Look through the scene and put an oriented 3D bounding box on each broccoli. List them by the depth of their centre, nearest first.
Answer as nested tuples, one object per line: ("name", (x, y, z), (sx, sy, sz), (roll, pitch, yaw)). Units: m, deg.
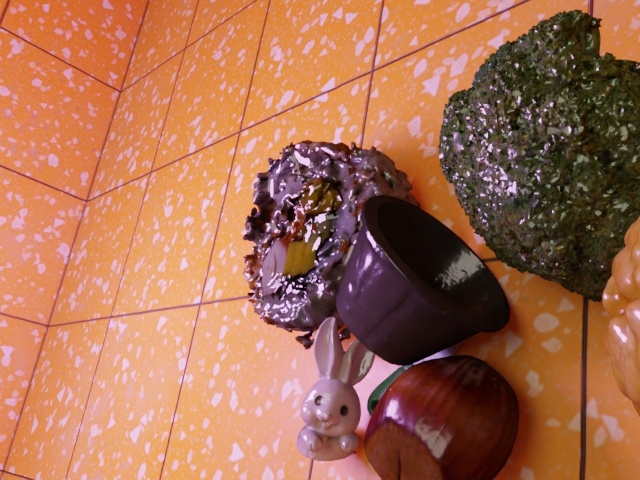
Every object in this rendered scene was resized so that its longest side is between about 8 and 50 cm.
("broccoli", (0.321, -0.101, 0.828), (0.413, 0.321, 0.310), (-29, 39, 59))

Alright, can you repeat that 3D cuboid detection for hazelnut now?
("hazelnut", (0.171, 0.259, 0.907), (0.212, 0.180, 0.181), (5, 102, 52))

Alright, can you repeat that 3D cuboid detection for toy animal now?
("toy animal", (0.025, 0.247, 1.061), (0.131, 0.103, 0.221), (-52, -28, -75))

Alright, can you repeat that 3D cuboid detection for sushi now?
("sushi", (0.002, 0.003, 1.227), (0.417, 0.175, 0.418), (-24, 55, 39))

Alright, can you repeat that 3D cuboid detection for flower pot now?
("flower pot", (0.129, 0.075, 0.977), (0.166, 0.269, 0.269), (-50, 39, 27))

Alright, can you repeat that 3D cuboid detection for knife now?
("knife", (0.167, 0.194, 1.047), (0.260, 0.034, 0.063), (-51, 38, 13))

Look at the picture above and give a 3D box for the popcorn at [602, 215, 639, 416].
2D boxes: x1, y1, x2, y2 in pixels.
("popcorn", (0.442, 0.081, 0.511), (0.390, 0.354, 0.344), (-25, 43, 14))
